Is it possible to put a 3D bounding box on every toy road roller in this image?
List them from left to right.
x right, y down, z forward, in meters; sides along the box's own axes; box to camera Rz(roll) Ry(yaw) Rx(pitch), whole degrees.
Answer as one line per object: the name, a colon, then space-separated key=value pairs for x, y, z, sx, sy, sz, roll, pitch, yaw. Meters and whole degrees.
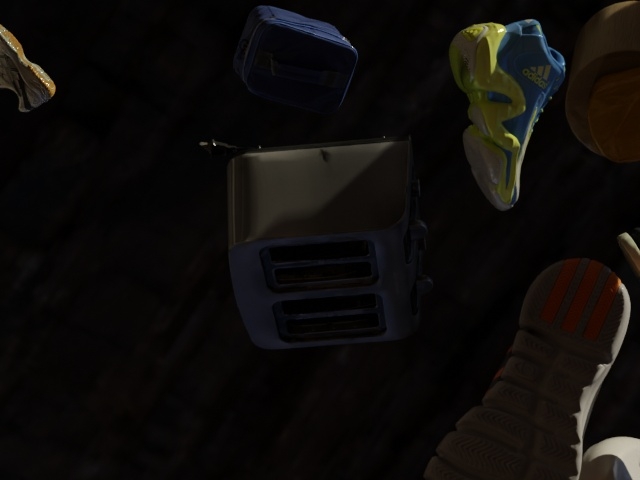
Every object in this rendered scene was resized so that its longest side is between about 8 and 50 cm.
toy road roller: x=0.373 y=-0.233 z=1.498 sx=0.329 sy=0.241 sz=0.202 roll=-14 pitch=-155 yaw=20

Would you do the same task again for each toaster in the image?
toaster: x=0.000 y=0.000 z=1.379 sx=0.168 sy=0.185 sz=0.110 roll=81 pitch=7 yaw=-51

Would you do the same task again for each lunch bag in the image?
lunch bag: x=-0.023 y=-0.148 z=1.317 sx=0.065 sy=0.098 sz=0.067 roll=-127 pitch=-127 yaw=-62

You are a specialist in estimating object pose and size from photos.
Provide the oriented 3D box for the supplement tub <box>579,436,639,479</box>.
supplement tub: x=0.254 y=0.383 z=1.680 sx=0.331 sy=0.241 sz=0.241 roll=-42 pitch=-168 yaw=30

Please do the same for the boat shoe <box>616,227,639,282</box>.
boat shoe: x=0.423 y=0.097 z=1.566 sx=0.113 sy=0.340 sz=0.127 roll=-39 pitch=-171 yaw=10

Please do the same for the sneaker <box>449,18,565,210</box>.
sneaker: x=0.223 y=-0.142 z=1.800 sx=0.126 sy=0.240 sz=0.091 roll=-22 pitch=-138 yaw=-8

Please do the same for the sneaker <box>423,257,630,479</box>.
sneaker: x=0.192 y=0.183 z=1.472 sx=0.321 sy=0.124 sz=0.180 roll=-58 pitch=164 yaw=-15

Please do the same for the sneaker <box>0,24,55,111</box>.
sneaker: x=-0.247 y=-0.137 z=1.270 sx=0.037 sy=0.083 sz=0.032 roll=-39 pitch=179 yaw=11
